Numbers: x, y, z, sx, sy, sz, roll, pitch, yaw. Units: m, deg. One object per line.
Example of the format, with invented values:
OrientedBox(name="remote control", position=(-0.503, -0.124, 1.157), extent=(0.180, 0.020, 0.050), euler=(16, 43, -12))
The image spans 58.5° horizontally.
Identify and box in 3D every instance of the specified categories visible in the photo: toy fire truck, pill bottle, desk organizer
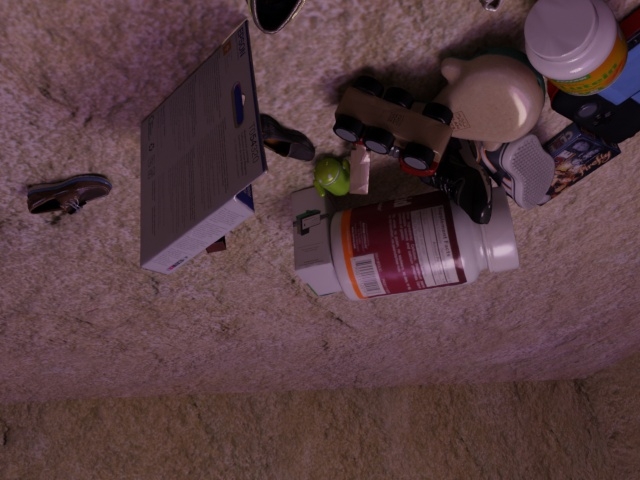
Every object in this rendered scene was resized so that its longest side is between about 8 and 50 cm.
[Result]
OrientedBox(name="toy fire truck", position=(0.134, -0.181, 1.155), extent=(0.217, 0.158, 0.246), euler=(24, 170, 10))
OrientedBox(name="pill bottle", position=(0.238, 0.004, 1.316), extent=(0.392, 0.224, 0.224), euler=(-11, 150, 16))
OrientedBox(name="pill bottle", position=(0.423, -0.328, 0.951), extent=(0.136, 0.136, 0.246), euler=(-30, 166, 32))
OrientedBox(name="desk organizer", position=(-0.279, -0.020, 1.453), extent=(0.050, 0.047, 0.130), euler=(-11, 150, -1))

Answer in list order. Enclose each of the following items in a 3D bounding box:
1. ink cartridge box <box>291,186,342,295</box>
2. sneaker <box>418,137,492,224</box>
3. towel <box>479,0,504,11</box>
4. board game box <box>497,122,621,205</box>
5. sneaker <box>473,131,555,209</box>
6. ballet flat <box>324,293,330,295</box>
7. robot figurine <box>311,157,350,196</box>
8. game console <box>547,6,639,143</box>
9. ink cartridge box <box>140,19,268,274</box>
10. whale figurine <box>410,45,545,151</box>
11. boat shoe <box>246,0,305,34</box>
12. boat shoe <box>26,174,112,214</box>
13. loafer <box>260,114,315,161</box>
OrientedBox(name="ink cartridge box", position=(0.000, 0.000, 1.392), extent=(0.093, 0.219, 0.160), euler=(-13, 149, 14))
OrientedBox(name="sneaker", position=(0.264, -0.126, 1.184), extent=(0.124, 0.283, 0.107), euler=(-7, 131, -1))
OrientedBox(name="towel", position=(0.255, -0.421, 0.610), extent=(0.056, 0.324, 0.312), euler=(28, 126, -14))
OrientedBox(name="board game box", position=(0.583, -0.181, 1.412), extent=(0.165, 0.042, 0.243), euler=(12, 144, -30))
OrientedBox(name="sneaker", position=(0.436, -0.180, 1.290), extent=(0.126, 0.127, 0.321), euler=(-51, 145, 2))
OrientedBox(name="ballet flat", position=(0.093, 0.045, 1.597), extent=(0.123, 0.123, 0.348), euler=(15, 145, -35))
OrientedBox(name="robot figurine", position=(0.031, -0.145, 1.301), extent=(0.101, 0.067, 0.115), euler=(-29, 144, 26))
OrientedBox(name="game console", position=(0.687, -0.351, 1.136), extent=(0.342, 0.060, 0.386), euler=(16, 142, -35))
OrientedBox(name="ink cartridge box", position=(-0.194, -0.152, 0.974), extent=(0.330, 0.324, 0.071), euler=(-30, 145, 32))
OrientedBox(name="whale figurine", position=(0.300, -0.275, 1.113), extent=(0.272, 0.141, 0.216), euler=(-11, 127, 46))
OrientedBox(name="boat shoe", position=(-0.031, -0.425, 0.785), extent=(0.109, 0.091, 0.305), euler=(5, 147, -23))
OrientedBox(name="boat shoe", position=(-0.543, -0.090, 1.241), extent=(0.183, 0.066, 0.066), euler=(-11, 150, 4))
OrientedBox(name="loafer", position=(-0.075, -0.196, 1.191), extent=(0.170, 0.061, 0.062), euler=(20, 138, -41))
